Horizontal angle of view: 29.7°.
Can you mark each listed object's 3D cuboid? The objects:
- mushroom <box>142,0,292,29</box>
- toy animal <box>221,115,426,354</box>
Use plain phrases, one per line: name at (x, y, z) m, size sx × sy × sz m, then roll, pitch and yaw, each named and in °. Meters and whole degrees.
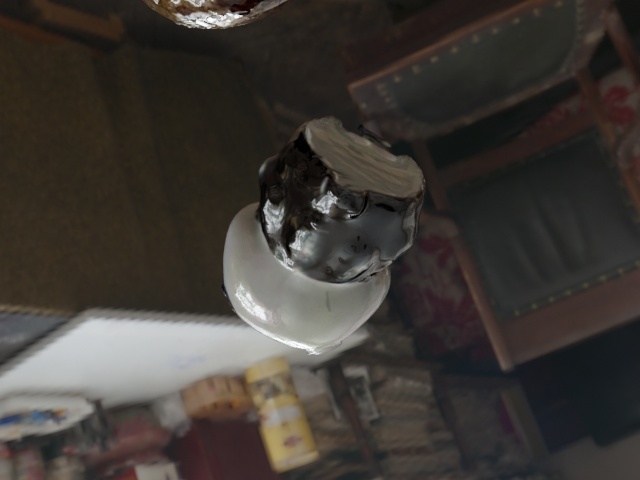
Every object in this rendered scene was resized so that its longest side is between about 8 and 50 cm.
mushroom at (-0.142, -0.423, 1.356) m, size 0.331 × 0.334 × 0.356 m, roll -29°, pitch 163°, yaw 20°
toy animal at (0.001, -0.004, 1.459) m, size 0.212 × 0.212 × 0.267 m, roll -2°, pitch 135°, yaw -39°
